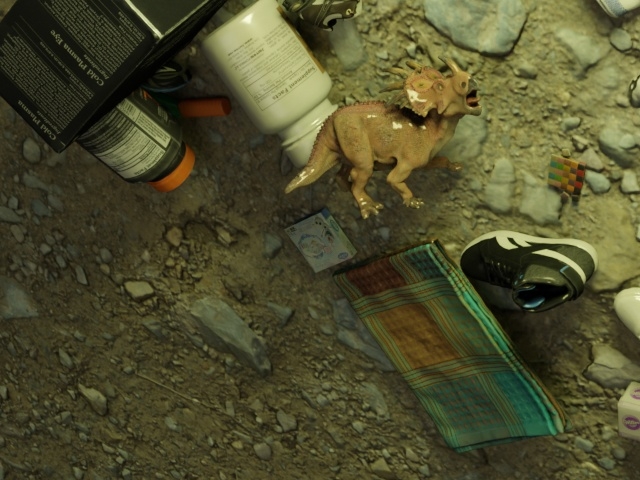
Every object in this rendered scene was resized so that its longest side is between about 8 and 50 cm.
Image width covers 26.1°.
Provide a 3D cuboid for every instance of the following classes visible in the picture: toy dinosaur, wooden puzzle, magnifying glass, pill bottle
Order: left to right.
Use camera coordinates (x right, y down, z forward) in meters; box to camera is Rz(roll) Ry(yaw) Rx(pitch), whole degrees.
[{"bbox_3d":[-0.303,-0.174,2.134,0.130,0.130,0.245,-7,145,39],"label":"pill bottle"},{"bbox_3d":[-0.239,-0.209,2.202,0.231,0.026,0.092,0,122,35],"label":"magnifying glass"},{"bbox_3d":[-0.059,-0.226,1.981,0.131,0.131,0.229,-24,106,44],"label":"pill bottle"},{"bbox_3d":[0.087,-0.152,1.898,0.295,0.127,0.200,-9,117,12],"label":"toy dinosaur"},{"bbox_3d":[0.337,-0.091,1.890,0.049,0.006,0.083,21,133,22],"label":"wooden puzzle"}]

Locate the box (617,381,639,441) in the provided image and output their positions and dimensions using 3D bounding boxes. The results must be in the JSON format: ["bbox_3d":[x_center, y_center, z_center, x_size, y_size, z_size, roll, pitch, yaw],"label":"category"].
[{"bbox_3d":[0.585,0.276,1.954,0.324,0.063,0.067,12,128,29],"label":"box"}]

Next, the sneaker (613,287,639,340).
[{"bbox_3d":[0.489,0.153,1.907,0.212,0.094,0.080,39,138,4],"label":"sneaker"}]

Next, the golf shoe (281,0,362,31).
[{"bbox_3d":[0.037,-0.354,1.866,0.094,0.077,0.198,38,143,-16],"label":"golf shoe"}]

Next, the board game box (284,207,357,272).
[{"bbox_3d":[0.000,0.000,2.194,0.090,0.020,0.090,-23,107,44],"label":"board game box"}]

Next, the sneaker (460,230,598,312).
[{"bbox_3d":[0.274,0.048,1.959,0.216,0.121,0.079,-2,120,37],"label":"sneaker"}]

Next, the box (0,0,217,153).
[{"bbox_3d":[-0.256,-0.334,1.885,0.179,0.343,0.312,46,136,-6],"label":"box"}]

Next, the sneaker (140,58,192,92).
[{"bbox_3d":[-0.280,-0.297,2.132,0.188,0.067,0.078,38,143,10],"label":"sneaker"}]

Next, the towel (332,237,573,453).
[{"bbox_3d":[0.196,0.174,2.151,0.370,0.040,0.271,53,144,-11],"label":"towel"}]

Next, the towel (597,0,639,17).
[{"bbox_3d":[0.390,-0.397,1.596,0.285,0.034,0.209,-27,105,45],"label":"towel"}]
